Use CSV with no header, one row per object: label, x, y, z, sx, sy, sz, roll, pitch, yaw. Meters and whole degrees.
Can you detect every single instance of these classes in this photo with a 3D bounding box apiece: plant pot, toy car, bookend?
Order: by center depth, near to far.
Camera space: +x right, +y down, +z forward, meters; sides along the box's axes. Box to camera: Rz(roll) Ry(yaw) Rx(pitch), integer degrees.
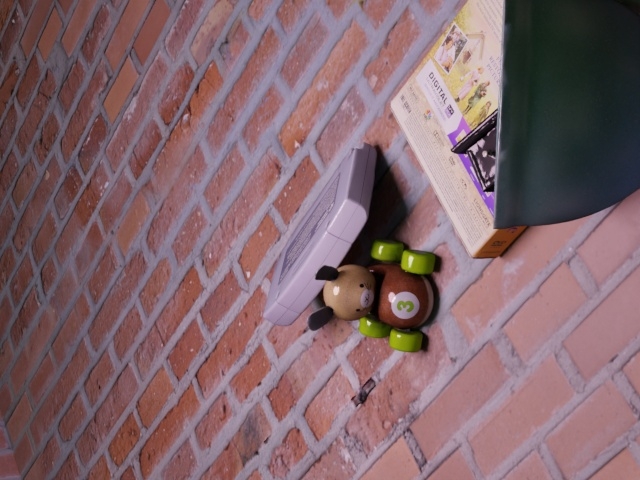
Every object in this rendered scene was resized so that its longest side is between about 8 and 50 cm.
plant pot,0.300,-0.155,1.388,0.196,0.293,0.293,2,92,8
bookend,0.269,-0.096,1.607,0.157,0.072,0.156,-41,60,45
toy car,0.064,0.084,1.874,0.149,0.188,0.155,21,106,51

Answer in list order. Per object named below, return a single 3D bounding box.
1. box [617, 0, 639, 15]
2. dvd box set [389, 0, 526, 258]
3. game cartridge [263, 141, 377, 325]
box,0.389,-0.419,1.458,0.148,0.121,0.311,12,89,43
dvd box set,0.281,-0.220,1.702,0.420,0.062,0.308,-53,51,38
game cartridge,0.000,0.000,1.991,0.297,0.062,0.198,-55,19,37
